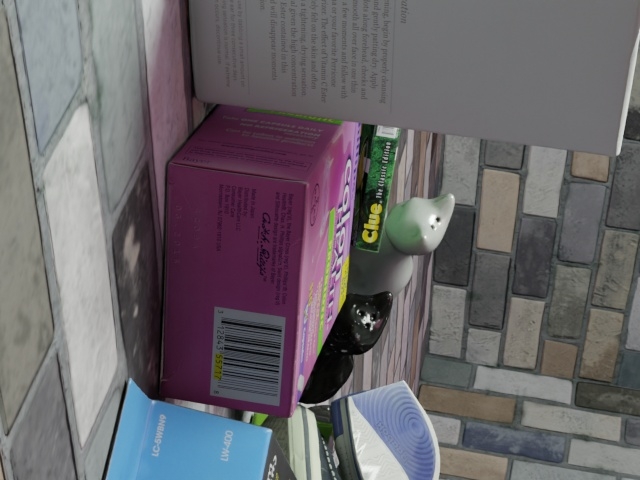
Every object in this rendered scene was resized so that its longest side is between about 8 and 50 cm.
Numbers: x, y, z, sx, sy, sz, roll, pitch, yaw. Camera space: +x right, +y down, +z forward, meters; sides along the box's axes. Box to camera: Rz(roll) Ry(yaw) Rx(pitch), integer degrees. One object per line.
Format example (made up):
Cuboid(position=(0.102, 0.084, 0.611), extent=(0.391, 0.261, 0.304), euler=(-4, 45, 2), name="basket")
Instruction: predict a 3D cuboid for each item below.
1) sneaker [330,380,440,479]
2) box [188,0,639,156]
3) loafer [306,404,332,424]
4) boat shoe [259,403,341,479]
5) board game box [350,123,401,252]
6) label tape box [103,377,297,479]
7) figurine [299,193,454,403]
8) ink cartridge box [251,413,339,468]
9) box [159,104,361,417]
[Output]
Cuboid(position=(0.051, 0.324, 1.661), extent=(0.127, 0.182, 0.315), euler=(-5, 73, -44), name="sneaker")
Cuboid(position=(0.087, -0.216, 1.247), extent=(0.215, 0.345, 0.168), euler=(-73, 168, -46), name="box")
Cuboid(position=(-0.001, 0.380, 1.948), extent=(0.366, 0.134, 0.130), euler=(-72, 167, -45), name="loafer")
Cuboid(position=(0.003, 0.375, 1.497), extent=(0.187, 0.156, 0.500), euler=(-53, -148, 31), name="boat shoe")
Cuboid(position=(0.040, -0.070, 1.571), extent=(0.260, 0.030, 0.136), euler=(-139, -120, -81), name="board game box")
Cuboid(position=(-0.104, 0.277, 1.289), extent=(0.333, 0.106, 0.240), euler=(75, 24, -69), name="label tape box")
Cuboid(position=(0.048, 0.052, 1.580), extent=(0.215, 0.092, 0.209), euler=(-56, -174, -25), name="figurine")
Cuboid(position=(-0.046, 0.347, 1.753), extent=(0.189, 0.097, 0.255), euler=(78, 21, -66), name="ink cartridge box")
Cuboid(position=(-0.047, -0.002, 1.341), extent=(0.243, 0.117, 0.213), euler=(-63, 160, -65), name="box")
